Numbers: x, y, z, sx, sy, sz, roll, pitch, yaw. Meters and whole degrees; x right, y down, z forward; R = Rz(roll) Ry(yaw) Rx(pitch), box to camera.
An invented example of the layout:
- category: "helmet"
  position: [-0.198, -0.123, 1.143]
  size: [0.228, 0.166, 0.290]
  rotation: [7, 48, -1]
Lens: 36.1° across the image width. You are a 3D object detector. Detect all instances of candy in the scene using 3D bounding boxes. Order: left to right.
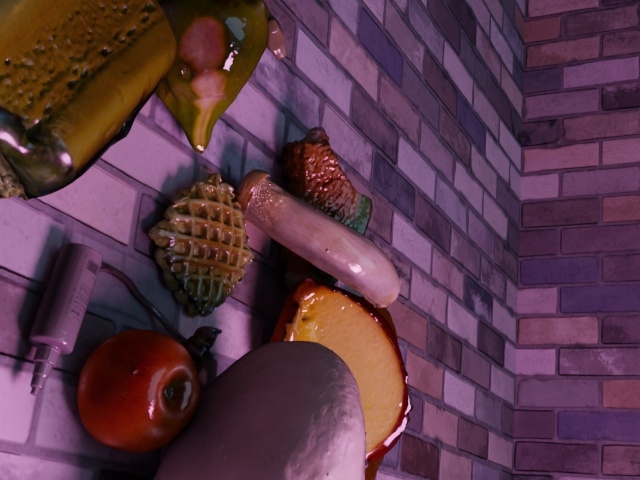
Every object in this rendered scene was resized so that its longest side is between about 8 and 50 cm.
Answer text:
- category: "candy"
  position: [-0.104, 0.296, 1.354]
  size: [0.186, 0.386, 0.427]
  rotation: [46, 23, -18]

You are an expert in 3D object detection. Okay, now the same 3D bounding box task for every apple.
- category: "apple"
  position: [-0.239, 0.199, 1.304]
  size: [0.163, 0.139, 0.164]
  rotation: [-3, 90, -65]

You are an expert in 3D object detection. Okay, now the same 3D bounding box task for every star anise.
- category: "star anise"
  position: [-0.256, 0.129, 1.419]
  size: [0.227, 0.218, 0.148]
  rotation: [39, 76, -4]

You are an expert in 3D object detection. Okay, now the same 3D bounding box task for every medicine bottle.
- category: "medicine bottle"
  position: [-0.329, 0.101, 1.230]
  size: [0.058, 0.057, 0.199]
  rotation: [50, 44, -50]

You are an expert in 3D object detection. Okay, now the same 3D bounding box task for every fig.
- category: "fig"
  position: [-0.182, -0.260, 1.468]
  size: [0.206, 0.206, 0.275]
  rotation: [-52, 157, -53]

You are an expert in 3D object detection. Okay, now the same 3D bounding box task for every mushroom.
- category: "mushroom"
  position: [0.000, 0.000, 1.678]
  size: [0.351, 0.122, 0.095]
  rotation: [36, 66, -16]

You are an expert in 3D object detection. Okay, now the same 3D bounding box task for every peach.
- category: "peach"
  position: [0.015, 0.230, 1.735]
  size: [0.201, 0.257, 0.362]
  rotation: [-147, -140, -82]

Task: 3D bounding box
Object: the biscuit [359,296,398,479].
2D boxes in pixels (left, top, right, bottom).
- category: "biscuit"
  position: [0.080, 0.302, 2.004]
  size: [0.359, 0.074, 0.381]
  rotation: [36, 58, -55]

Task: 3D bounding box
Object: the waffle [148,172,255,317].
- category: "waffle"
  position: [-0.181, 0.010, 1.539]
  size: [0.208, 0.054, 0.214]
  rotation: [-56, 137, -46]

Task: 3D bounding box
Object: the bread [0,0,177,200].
- category: "bread"
  position: [-0.327, -0.205, 1.104]
  size: [0.251, 0.208, 0.377]
  rotation: [62, 35, -28]

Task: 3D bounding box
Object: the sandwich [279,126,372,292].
- category: "sandwich"
  position: [0.017, -0.063, 1.827]
  size: [0.250, 0.162, 0.301]
  rotation: [-49, 132, -60]

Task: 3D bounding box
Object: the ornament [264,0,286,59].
- category: "ornament"
  position: [-0.130, -0.421, 1.566]
  size: [0.230, 0.061, 0.245]
  rotation: [55, -6, 49]
